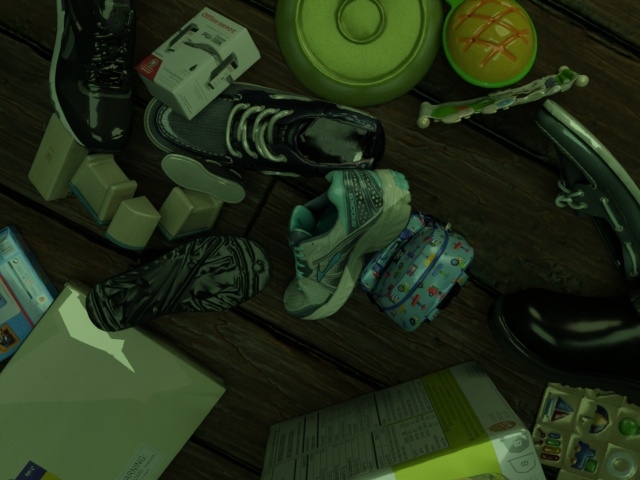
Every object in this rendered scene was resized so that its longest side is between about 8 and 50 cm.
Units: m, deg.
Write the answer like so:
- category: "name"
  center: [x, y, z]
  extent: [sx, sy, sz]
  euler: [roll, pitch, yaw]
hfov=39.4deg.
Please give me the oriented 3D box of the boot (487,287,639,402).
- category: "boot"
  center: [0.425, 0.079, 1.181]
  extent: [0.348, 0.131, 0.260]
  euler: [16, 130, -11]

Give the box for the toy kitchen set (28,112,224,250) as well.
- category: "toy kitchen set"
  center: [-0.269, -0.073, 1.243]
  extent: [0.207, 0.166, 0.122]
  euler: [49, 127, 19]

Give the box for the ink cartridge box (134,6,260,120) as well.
- category: "ink cartridge box"
  center: [-0.164, -0.239, 1.196]
  extent: [0.135, 0.056, 0.099]
  euler: [-45, 52, -13]

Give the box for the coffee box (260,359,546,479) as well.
- category: "coffee box"
  center: [0.126, 0.396, 1.169]
  extent: [0.334, 0.338, 0.338]
  euler: [-19, 96, 2]

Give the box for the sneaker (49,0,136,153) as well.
- category: "sneaker"
  center: [-0.288, -0.257, 1.152]
  extent: [0.107, 0.124, 0.283]
  euler: [-3, 77, -31]

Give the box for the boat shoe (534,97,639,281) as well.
- category: "boat shoe"
  center: [0.376, -0.059, 1.209]
  extent: [0.099, 0.116, 0.319]
  euler: [-40, 118, 16]

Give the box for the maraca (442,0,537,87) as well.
- category: "maraca"
  center: [0.227, -0.291, 1.220]
  extent: [0.127, 0.099, 0.186]
  euler: [-6, 70, -2]

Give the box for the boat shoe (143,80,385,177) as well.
- category: "boat shoe"
  center: [-0.076, -0.152, 1.196]
  extent: [0.340, 0.158, 0.127]
  euler: [4, 96, -1]

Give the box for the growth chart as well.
- category: "growth chart"
  center: [0.238, -0.191, 1.194]
  extent: [0.237, 0.172, 0.021]
  euler: [-14, 104, 3]

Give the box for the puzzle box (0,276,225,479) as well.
- category: "puzzle box"
  center: [-0.364, 0.289, 1.274]
  extent: [0.272, 0.052, 0.409]
  euler: [37, 94, -15]

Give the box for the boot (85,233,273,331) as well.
- category: "boot"
  center: [-0.173, 0.044, 1.191]
  extent: [0.246, 0.207, 0.094]
  euler: [-18, 96, 6]

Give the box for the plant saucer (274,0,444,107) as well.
- category: "plant saucer"
  center: [0.056, -0.306, 1.242]
  extent: [0.241, 0.037, 0.241]
  euler: [0, 97, -1]

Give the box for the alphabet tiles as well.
- category: "alphabet tiles"
  center: [0.489, 0.287, 1.327]
  extent: [0.342, 0.011, 0.285]
  euler: [15, 95, -2]

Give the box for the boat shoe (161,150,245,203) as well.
- category: "boat shoe"
  center: [-0.157, -0.092, 1.210]
  extent: [0.125, 0.038, 0.046]
  euler: [21, 127, -25]

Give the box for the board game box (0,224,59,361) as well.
- category: "board game box"
  center: [-0.488, 0.100, 1.279]
  extent: [0.211, 0.039, 0.160]
  euler: [-31, 96, 2]

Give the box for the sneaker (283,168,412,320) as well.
- category: "sneaker"
  center: [0.000, 0.000, 1.186]
  extent: [0.122, 0.110, 0.283]
  euler: [10, 135, -26]

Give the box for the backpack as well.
- category: "backpack"
  center: [0.130, 0.041, 1.213]
  extent: [0.117, 0.173, 0.158]
  euler: [39, 95, -5]
